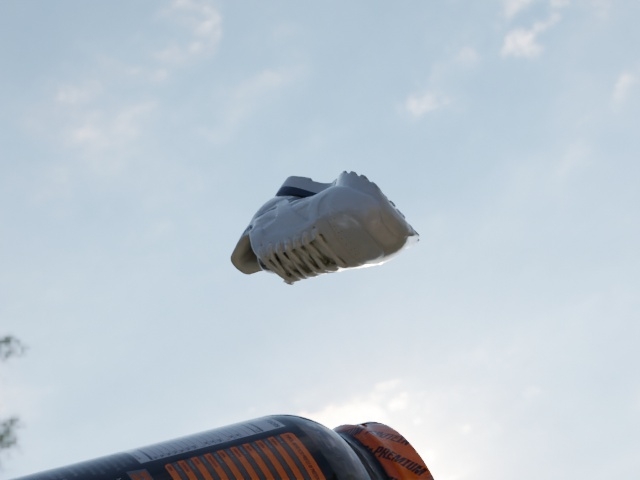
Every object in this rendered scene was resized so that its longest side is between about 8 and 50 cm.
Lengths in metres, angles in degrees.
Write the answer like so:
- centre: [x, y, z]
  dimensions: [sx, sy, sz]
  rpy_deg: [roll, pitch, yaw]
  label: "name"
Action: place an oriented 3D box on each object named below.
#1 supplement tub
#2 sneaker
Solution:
- centre: [-0.051, 0.133, 0.436]
  dimensions: [0.190, 0.117, 0.117]
  rpy_deg: [-9, -35, -28]
  label: "supplement tub"
- centre: [0.000, 0.000, 1.015]
  dimensions: [0.095, 0.235, 0.090]
  rpy_deg: [-41, -75, -20]
  label: "sneaker"
